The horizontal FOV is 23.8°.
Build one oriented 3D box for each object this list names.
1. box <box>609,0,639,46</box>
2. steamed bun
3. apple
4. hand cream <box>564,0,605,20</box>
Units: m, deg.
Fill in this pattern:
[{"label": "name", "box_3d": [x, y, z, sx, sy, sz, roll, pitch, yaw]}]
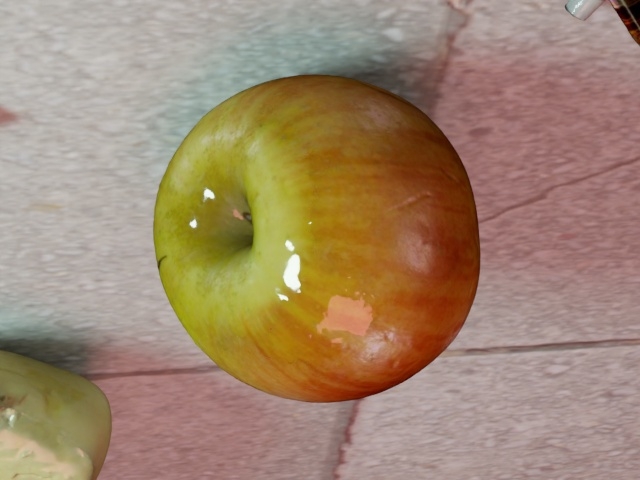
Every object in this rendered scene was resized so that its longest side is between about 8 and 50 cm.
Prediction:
[{"label": "box", "box_3d": [0.154, -0.310, 0.964, 0.116, 0.264, 0.415, -32, 135, 15]}, {"label": "steamed bun", "box_3d": [-0.341, 0.201, 1.508, 0.232, 0.166, 0.273, 22, 124, -19]}, {"label": "apple", "box_3d": [0.000, 0.000, 1.276, 0.233, 0.286, 0.286, 5, 140, -46]}, {"label": "hand cream", "box_3d": [0.278, -0.263, 1.237, 0.052, 0.038, 0.216, -8, 146, -52]}]
